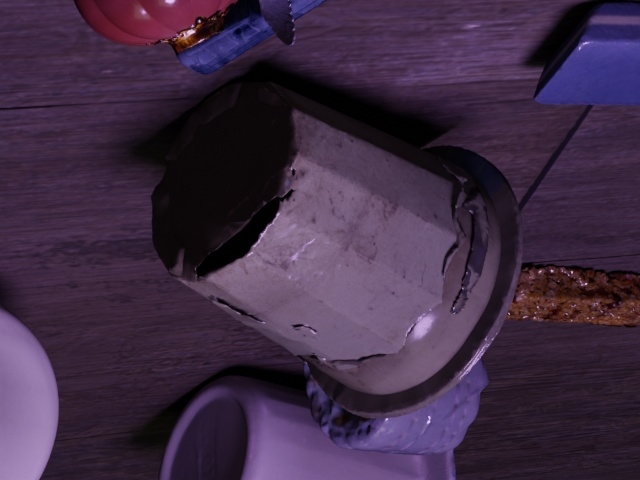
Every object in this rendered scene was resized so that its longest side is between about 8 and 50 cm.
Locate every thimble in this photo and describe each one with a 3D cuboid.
[{"bbox_3d":[0.066,0.113,1.467,0.118,0.151,0.127,12,160,-39],"label":"thimble"}]

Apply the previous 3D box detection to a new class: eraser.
[{"bbox_3d":[0.259,-0.129,1.167,0.225,0.036,0.082,-2,154,-21],"label":"eraser"}]

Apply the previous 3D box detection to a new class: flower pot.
[{"bbox_3d":[0.000,0.000,1.153,0.212,0.212,0.202,-30,142,34],"label":"flower pot"}]

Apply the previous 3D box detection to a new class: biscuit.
[{"bbox_3d":[0.246,0.054,1.557,0.199,0.034,0.064,4,151,-32],"label":"biscuit"}]

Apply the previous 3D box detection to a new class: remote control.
[{"bbox_3d":[-0.031,-0.145,1.001,0.152,0.043,0.027,-28,139,33],"label":"remote control"}]

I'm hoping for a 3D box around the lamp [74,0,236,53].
[{"bbox_3d":[-0.086,-0.150,0.907,0.107,0.092,0.107,-24,-172,4],"label":"lamp"}]

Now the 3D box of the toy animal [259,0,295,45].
[{"bbox_3d":[-0.039,-0.154,0.961,0.050,0.084,0.028,-2,-161,8],"label":"toy animal"}]

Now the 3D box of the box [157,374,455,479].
[{"bbox_3d":[-0.019,0.224,1.619,0.206,0.262,0.291,20,104,-32],"label":"box"}]

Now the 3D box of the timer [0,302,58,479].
[{"bbox_3d":[-0.307,0.148,1.265,0.233,0.233,0.240,11,-168,-39],"label":"timer"}]
